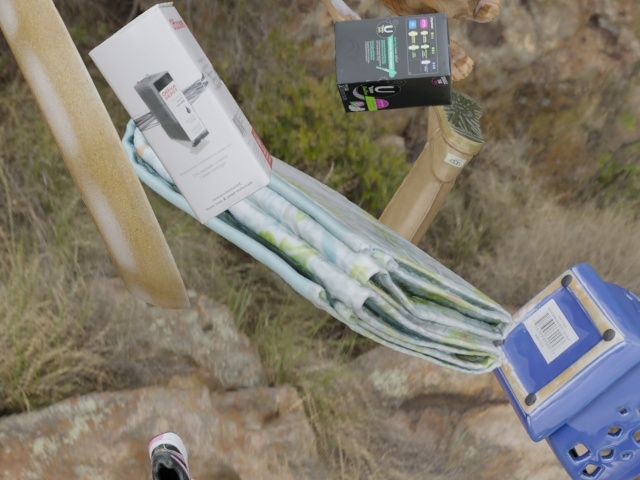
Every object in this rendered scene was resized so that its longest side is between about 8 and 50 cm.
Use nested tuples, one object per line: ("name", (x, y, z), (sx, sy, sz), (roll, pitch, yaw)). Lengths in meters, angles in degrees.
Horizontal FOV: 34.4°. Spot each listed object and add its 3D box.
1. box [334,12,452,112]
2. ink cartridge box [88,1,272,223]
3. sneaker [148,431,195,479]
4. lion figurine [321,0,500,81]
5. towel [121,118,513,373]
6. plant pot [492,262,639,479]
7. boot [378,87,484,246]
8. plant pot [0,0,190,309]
("box", (0.055, -0.131, 0.772), (0.083, 0.062, 0.052), (-3, 76, 7))
("ink cartridge box", (-0.092, -0.090, 0.711), (0.056, 0.099, 0.135), (-31, 102, 6))
("sneaker", (-0.211, 0.375, 1.515), (0.072, 0.077, 0.178), (-22, 108, 5))
("lion figurine", (0.042, -0.292, 1.016), (0.392, 0.240, 0.142), (23, 79, 40))
("towel", (0.000, 0.000, 1.097), (0.374, 0.320, 0.090), (37, 97, 39))
("plant pot", (0.381, 0.185, 1.469), (0.236, 0.212, 0.236), (-43, 34, 15))
("boot", (0.165, -0.107, 1.724), (0.089, 0.269, 0.236), (26, 29, -8))
("plant pot", (-0.144, -0.058, 0.633), (0.032, 0.236, 0.236), (-25, 67, -10))
